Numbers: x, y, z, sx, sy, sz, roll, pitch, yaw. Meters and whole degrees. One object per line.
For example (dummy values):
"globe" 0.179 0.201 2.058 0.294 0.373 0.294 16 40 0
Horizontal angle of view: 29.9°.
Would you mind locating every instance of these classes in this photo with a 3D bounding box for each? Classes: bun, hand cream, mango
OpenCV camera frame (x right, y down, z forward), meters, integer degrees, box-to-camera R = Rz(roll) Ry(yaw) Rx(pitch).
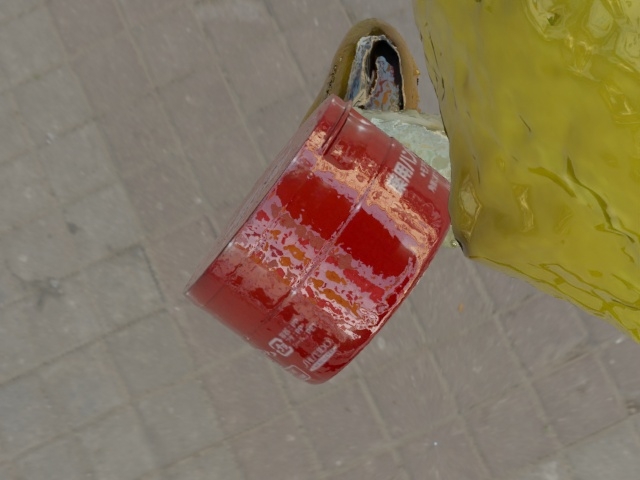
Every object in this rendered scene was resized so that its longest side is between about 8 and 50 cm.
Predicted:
"bun" 0.107 -0.062 1.256 0.239 0.239 0.141 11 90 7
"hand cream" 0.000 0.000 0.884 0.125 0.193 0.193 37 85 -9
"mango" 0.046 -0.145 1.440 0.156 0.151 0.249 3 80 27

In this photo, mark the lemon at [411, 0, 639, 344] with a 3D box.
"lemon" 0.196 -0.102 0.411 0.335 0.336 0.336 -1 80 5
